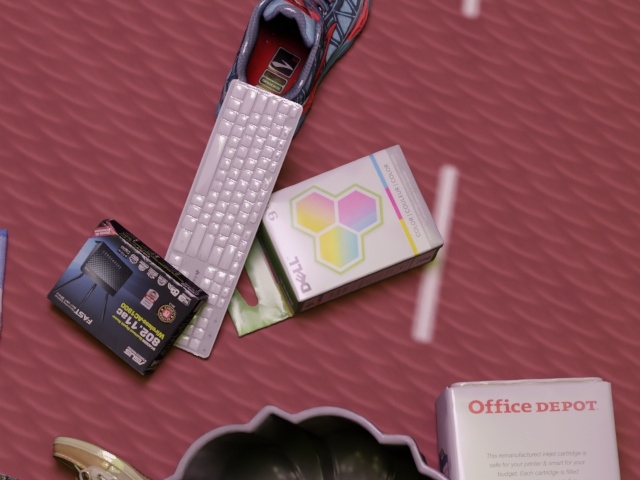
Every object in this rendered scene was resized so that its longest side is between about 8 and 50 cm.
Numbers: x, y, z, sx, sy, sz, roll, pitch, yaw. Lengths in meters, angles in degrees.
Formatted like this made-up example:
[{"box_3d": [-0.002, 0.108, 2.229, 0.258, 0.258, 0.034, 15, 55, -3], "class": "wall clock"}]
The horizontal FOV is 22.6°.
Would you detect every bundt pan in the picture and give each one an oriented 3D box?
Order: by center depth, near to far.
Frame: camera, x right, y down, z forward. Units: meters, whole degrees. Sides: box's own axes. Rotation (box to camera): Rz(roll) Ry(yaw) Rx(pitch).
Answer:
[{"box_3d": [0.001, 0.305, 1.367, 0.330, 0.124, 0.331, -2, 83, 18], "class": "bundt pan"}]

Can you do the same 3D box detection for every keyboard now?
[{"box_3d": [-0.094, -0.019, 1.497, 0.072, 0.014, 0.256, 21, 98, -1], "class": "keyboard"}]

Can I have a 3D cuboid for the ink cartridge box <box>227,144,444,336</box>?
[{"box_3d": [0.000, 0.000, 1.530, 0.209, 0.062, 0.109, -21, 77, -11], "class": "ink cartridge box"}]

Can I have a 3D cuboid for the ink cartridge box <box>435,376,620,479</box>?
[{"box_3d": [0.190, 0.238, 1.460, 0.154, 0.093, 0.212, -1, 76, -6], "class": "ink cartridge box"}]

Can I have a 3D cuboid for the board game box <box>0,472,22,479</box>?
[{"box_3d": [-0.284, 0.305, 1.414, 0.126, 0.026, 0.186, 21, 72, -15], "class": "board game box"}]

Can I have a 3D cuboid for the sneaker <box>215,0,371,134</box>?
[{"box_3d": [-0.015, -0.209, 1.559, 0.104, 0.125, 0.262, 22, 73, 1], "class": "sneaker"}]

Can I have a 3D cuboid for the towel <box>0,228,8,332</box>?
[{"box_3d": [-0.403, 0.117, 1.473, 0.209, 0.034, 0.285, 5, 73, -5], "class": "towel"}]

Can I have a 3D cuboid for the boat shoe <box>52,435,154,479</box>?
[{"box_3d": [-0.181, 0.229, 1.449, 0.153, 0.056, 0.048, 32, 71, -3], "class": "boat shoe"}]

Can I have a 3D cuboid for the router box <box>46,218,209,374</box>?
[{"box_3d": [-0.180, 0.052, 1.492, 0.122, 0.038, 0.092, 38, 100, 7], "class": "router box"}]
